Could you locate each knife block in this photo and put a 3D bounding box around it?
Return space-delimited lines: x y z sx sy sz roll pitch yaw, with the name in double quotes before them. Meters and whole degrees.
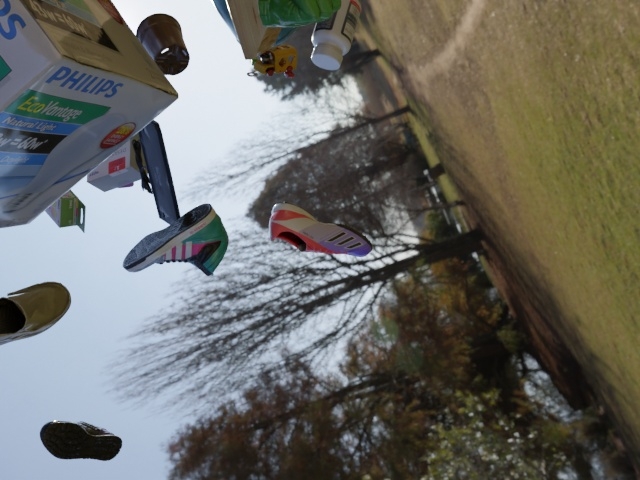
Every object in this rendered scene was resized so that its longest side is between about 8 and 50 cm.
"knife block" -0.174 -0.583 1.254 0.242 0.276 0.088 40 -132 2

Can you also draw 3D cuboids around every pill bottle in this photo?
"pill bottle" 0.036 -0.557 1.513 0.108 0.108 0.180 44 -119 -70

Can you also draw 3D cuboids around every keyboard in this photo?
"keyboard" -0.451 -0.191 1.543 0.201 0.033 0.317 28 134 38

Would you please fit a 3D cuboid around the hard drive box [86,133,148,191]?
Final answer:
"hard drive box" -0.677 -0.302 1.891 0.089 0.181 0.232 42 -144 -61

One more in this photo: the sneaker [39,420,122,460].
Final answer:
"sneaker" -0.767 0.614 1.764 0.124 0.107 0.283 17 162 38

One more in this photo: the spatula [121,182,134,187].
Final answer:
"spatula" -0.779 -0.312 2.100 0.296 0.084 0.030 58 141 26

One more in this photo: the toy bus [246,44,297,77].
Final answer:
"toy bus" -0.192 -0.737 2.289 0.202 0.190 0.104 -87 3 -55

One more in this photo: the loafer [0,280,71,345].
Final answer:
"loafer" -0.620 0.155 1.164 0.102 0.092 0.268 59 -146 -3

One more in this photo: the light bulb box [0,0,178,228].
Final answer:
"light bulb box" -0.453 -0.199 0.792 0.225 0.361 0.358 53 -170 -2

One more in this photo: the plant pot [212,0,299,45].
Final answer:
"plant pot" -0.200 -0.721 1.576 0.255 0.271 0.272 36 -149 -55

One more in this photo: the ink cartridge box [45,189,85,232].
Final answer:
"ink cartridge box" -0.858 -0.114 1.884 0.062 0.109 0.209 -13 -140 -44

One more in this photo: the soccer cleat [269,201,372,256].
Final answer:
"soccer cleat" 0.000 0.000 1.615 0.318 0.108 0.116 22 -122 -18

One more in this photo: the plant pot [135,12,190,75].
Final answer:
"plant pot" -0.545 -0.679 1.989 0.165 0.167 0.167 61 -177 31

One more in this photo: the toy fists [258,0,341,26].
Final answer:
"toy fists" -0.018 -0.511 1.093 0.096 0.142 0.279 77 -157 -48

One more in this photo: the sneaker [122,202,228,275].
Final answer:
"sneaker" -0.369 0.039 1.536 0.178 0.295 0.124 54 -168 -34
